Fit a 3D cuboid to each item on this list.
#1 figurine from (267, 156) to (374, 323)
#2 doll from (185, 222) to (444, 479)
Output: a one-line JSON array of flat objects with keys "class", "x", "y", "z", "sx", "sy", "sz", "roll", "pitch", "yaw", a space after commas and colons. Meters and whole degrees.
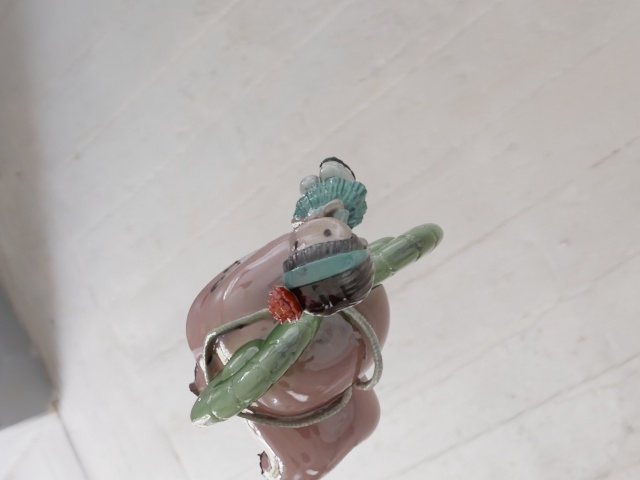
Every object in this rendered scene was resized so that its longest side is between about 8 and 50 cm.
[{"class": "figurine", "x": 0.000, "y": 0.000, "z": 0.829, "sx": 0.060, "sy": 0.106, "sz": 0.047, "roll": -18, "pitch": 127, "yaw": 16}, {"class": "doll", "x": -0.007, "y": 0.098, "z": 1.366, "sx": 0.216, "sy": 0.284, "sz": 0.268, "roll": 50, "pitch": 154, "yaw": 0}]
